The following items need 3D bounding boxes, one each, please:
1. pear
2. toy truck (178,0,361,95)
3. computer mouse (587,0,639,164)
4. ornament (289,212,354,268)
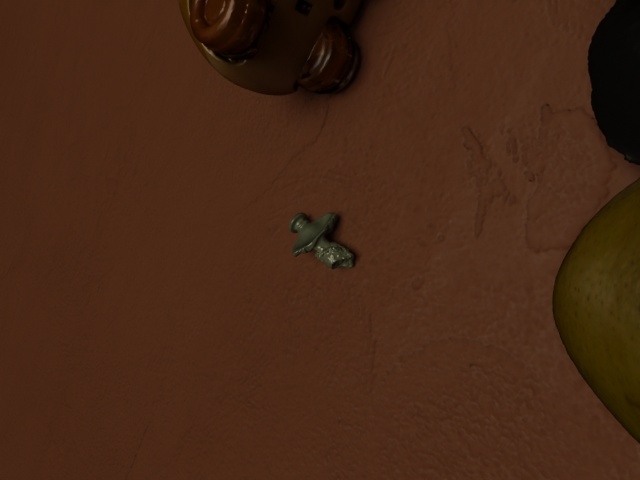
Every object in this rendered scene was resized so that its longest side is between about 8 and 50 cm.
[{"bbox_3d":[0.249,0.055,0.367,0.178,0.267,0.266,167,101,-64],"label":"pear"},{"bbox_3d":[-0.047,-0.319,0.596,0.211,0.204,0.288,42,114,35],"label":"toy truck"},{"bbox_3d":[0.334,-0.159,0.355,0.295,0.087,0.168,-24,70,33],"label":"computer mouse"},{"bbox_3d":[-0.003,-0.001,0.650,0.068,0.041,0.092,-26,58,12],"label":"ornament"}]
